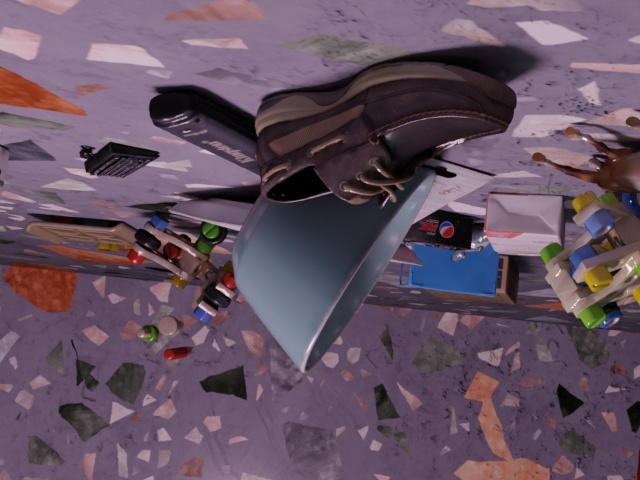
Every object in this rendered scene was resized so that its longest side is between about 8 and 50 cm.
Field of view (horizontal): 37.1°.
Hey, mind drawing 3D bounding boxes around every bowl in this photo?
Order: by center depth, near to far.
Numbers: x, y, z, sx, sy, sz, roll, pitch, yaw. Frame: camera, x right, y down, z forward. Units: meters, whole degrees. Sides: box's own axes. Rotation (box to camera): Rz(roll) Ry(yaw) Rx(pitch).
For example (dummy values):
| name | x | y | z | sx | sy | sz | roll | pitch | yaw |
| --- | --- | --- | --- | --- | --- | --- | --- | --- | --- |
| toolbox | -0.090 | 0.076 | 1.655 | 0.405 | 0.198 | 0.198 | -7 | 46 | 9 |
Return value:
| name | x | y | z | sx | sy | sz | roll | pitch | yaw |
| --- | --- | --- | --- | --- | --- | --- | --- | --- | --- |
| bowl | 0.000 | 0.000 | 1.242 | 0.163 | 0.311 | 0.311 | 33 | 175 | 10 |

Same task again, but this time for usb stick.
| name | x | y | z | sx | sy | sz | roll | pitch | yaw |
| --- | --- | --- | --- | --- | --- | --- | --- | --- | --- |
| usb stick | -0.112 | -0.129 | 1.215 | 0.077 | 0.045 | 0.278 | -1 | 169 | 28 |

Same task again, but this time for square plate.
| name | x | y | z | sx | sy | sz | roll | pitch | yaw |
| --- | --- | --- | --- | --- | --- | --- | --- | --- | --- |
| square plate | -0.044 | -0.020 | 1.723 | 0.347 | 0.049 | 0.344 | 13 | 178 | -38 |

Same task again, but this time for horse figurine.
| name | x | y | z | sx | sy | sz | roll | pitch | yaw |
| --- | --- | --- | --- | --- | --- | --- | --- | --- | --- |
| horse figurine | 0.372 | -0.090 | 1.073 | 0.174 | 0.066 | 0.263 | 18 | 169 | -30 |

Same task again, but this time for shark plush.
| name | x | y | z | sx | sy | sz | roll | pitch | yaw |
| --- | --- | --- | --- | --- | --- | --- | --- | --- | --- |
| shark plush | 0.272 | -0.008 | 1.717 | 0.067 | 0.073 | 0.161 | 45 | 158 | -25 |

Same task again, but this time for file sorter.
| name | x | y | z | sx | sy | sz | roll | pitch | yaw |
| --- | --- | --- | --- | --- | --- | --- | --- | --- | --- |
| file sorter | 0.247 | 0.042 | 1.847 | 0.170 | 0.118 | 0.104 | 7 | 175 | -8 |

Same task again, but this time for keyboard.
| name | x | y | z | sx | sy | sz | roll | pitch | yaw |
| --- | --- | --- | --- | --- | --- | --- | --- | --- | --- |
| keyboard | -0.327 | -0.122 | 1.487 | 0.108 | 0.023 | 0.180 | 10 | 169 | -25 |

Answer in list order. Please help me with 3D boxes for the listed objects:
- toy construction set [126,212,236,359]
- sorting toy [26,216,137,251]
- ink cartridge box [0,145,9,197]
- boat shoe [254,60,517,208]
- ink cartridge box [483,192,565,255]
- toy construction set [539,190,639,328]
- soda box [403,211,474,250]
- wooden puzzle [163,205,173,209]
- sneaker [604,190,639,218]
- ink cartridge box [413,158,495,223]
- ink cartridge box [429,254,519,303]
| name | x | y | z | sx | sy | sz | roll | pitch | yaw |
| --- | --- | --- | --- | --- | --- | --- | --- | --- | --- |
| toy construction set | -0.270 | 0.097 | 2.048 | 0.258 | 0.308 | 0.237 | 13 | 178 | 12 |
| sorting toy | -0.542 | -0.015 | 2.300 | 0.229 | 0.041 | 0.307 | 1 | 171 | 6 |
| ink cartridge box | -0.556 | -0.088 | 1.499 | 0.099 | 0.135 | 0.056 | 4 | 168 | 14 |
| boat shoe | 0.059 | -0.097 | 1.018 | 0.132 | 0.130 | 0.355 | 13 | 169 | -37 |
| ink cartridge box | 0.332 | -0.021 | 1.532 | 0.115 | 0.067 | 0.198 | 4 | 169 | 16 |
| toy construction set | 0.428 | 0.024 | 1.223 | 0.328 | 0.151 | 0.215 | 2 | 141 | -18 |
| soda box | 0.179 | -0.022 | 1.652 | 0.169 | 0.060 | 0.053 | 10 | 174 | -21 |
| wooden puzzle | -0.267 | -0.060 | 1.894 | 0.083 | 0.006 | 0.049 | 13 | 169 | -36 |
| sneaker | 0.445 | -0.051 | 1.297 | 0.152 | 0.058 | 0.085 | 10 | 174 | -43 |
| ink cartridge box | 0.108 | -0.086 | 1.397 | 0.189 | 0.066 | 0.232 | 12 | 148 | -33 |
| ink cartridge box | 0.336 | 0.084 | 2.140 | 0.193 | 0.088 | 0.235 | 5 | 172 | 17 |
